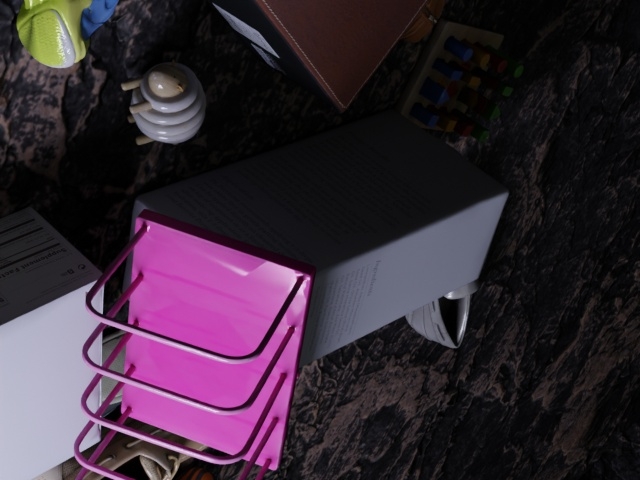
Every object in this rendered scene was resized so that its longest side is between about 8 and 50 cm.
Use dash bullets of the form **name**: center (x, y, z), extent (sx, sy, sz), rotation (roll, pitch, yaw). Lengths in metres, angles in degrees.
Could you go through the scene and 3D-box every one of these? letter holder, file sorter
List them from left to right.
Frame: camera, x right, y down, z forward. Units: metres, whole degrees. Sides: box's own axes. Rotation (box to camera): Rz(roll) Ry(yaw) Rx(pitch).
- **file sorter**: center (-0.147, 0.158, 1.421), extent (0.182, 0.202, 0.291), rotation (-57, 162, -52)
- **letter holder**: center (-0.016, -0.316, 1.415), extent (0.214, 0.152, 0.302), rotation (-52, 150, -4)

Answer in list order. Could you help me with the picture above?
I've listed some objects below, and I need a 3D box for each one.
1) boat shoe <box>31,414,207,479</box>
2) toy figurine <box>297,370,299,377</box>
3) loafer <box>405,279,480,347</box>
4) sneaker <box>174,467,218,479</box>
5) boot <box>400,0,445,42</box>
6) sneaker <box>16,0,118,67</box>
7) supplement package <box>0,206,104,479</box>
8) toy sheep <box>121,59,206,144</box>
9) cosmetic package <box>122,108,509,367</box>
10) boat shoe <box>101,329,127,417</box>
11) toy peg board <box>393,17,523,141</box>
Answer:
- **boat shoe**: center (-0.247, 0.300, 1.782), extent (0.341, 0.110, 0.122), rotation (-17, 135, -44)
- **toy figurine**: center (-0.094, 0.180, 1.883), extent (0.173, 0.130, 0.159), rotation (-26, 156, -1)
- **loafer**: center (0.211, 0.042, 2.124), extent (0.112, 0.111, 0.320), rotation (-32, 144, -30)
- **sneaker**: center (-0.255, 0.396, 1.858), extent (0.180, 0.124, 0.321), rotation (59, 35, -21)
- **boot**: center (0.129, -0.341, 1.661), extent (0.197, 0.073, 0.152), rotation (-47, 150, 16)
- **sneaker**: center (-0.242, -0.284, 1.230), extent (0.126, 0.091, 0.240), rotation (-51, 155, -39)
- **supplement package**: center (-0.357, 0.134, 1.431), extent (0.204, 0.145, 0.262), rotation (-27, 141, -36)
- **toy sheep**: center (-0.168, -0.147, 1.454), extent (0.091, 0.091, 0.132), rotation (-40, 161, -20)
- **cosmetic package**: center (0.000, 0.000, 1.688), extent (0.453, 0.230, 0.162), rotation (-22, 139, -39)
- **boat shoe**: center (-0.298, 0.190, 1.658), extent (0.233, 0.084, 0.079), rotation (-42, -173, -29)
- **toy peg board**: center (0.203, -0.217, 1.878), extent (0.160, 0.079, 0.161), rotation (0, 122, -53)
